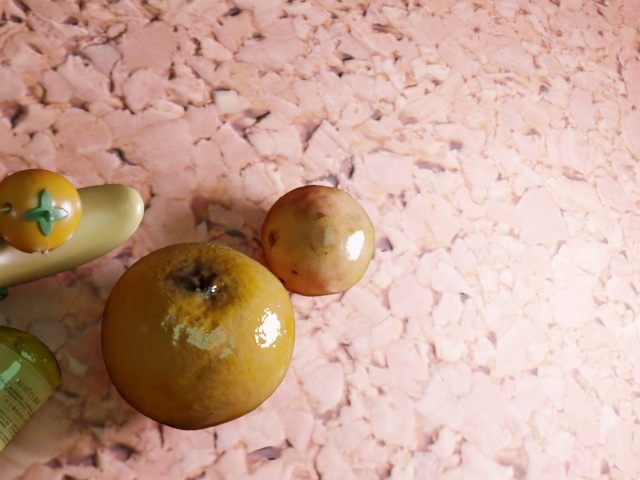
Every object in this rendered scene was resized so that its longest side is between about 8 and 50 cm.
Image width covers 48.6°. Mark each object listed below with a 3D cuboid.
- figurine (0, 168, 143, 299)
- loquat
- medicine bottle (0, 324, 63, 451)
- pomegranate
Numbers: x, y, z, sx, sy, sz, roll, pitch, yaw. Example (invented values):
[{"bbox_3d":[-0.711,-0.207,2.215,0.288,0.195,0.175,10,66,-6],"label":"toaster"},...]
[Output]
[{"bbox_3d":[-0.389,-0.019,0.936,0.325,0.222,0.124,-17,77,-29],"label":"figurine"},{"bbox_3d":[-0.165,0.126,0.973,0.263,0.263,0.263,9,68,-22],"label":"loquat"},{"bbox_3d":[-0.435,0.218,0.887,0.124,0.124,0.239,40,57,-7],"label":"medicine bottle"},{"bbox_3d":[-0.001,-0.001,1.139,0.191,0.191,0.191,9,68,-22],"label":"pomegranate"}]
